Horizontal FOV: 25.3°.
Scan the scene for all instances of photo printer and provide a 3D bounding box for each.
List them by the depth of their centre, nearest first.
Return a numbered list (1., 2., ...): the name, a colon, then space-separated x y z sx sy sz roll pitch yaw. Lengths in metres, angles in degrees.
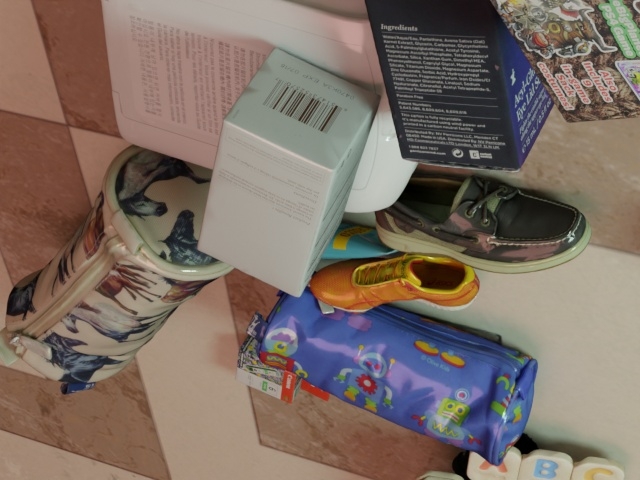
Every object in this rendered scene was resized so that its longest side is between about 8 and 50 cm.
1. photo printer: -0.043 -0.161 1.305 0.307 0.107 0.256 18 140 16

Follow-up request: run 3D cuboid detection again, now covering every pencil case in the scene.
1. pencil case: 0.080 0.126 1.519 0.306 0.119 0.133 22 138 11
2. pencil case: -0.217 0.034 1.541 0.160 0.183 0.410 51 145 1

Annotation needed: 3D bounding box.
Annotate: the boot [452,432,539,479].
1. boot: 0.219 0.261 1.634 0.121 0.045 0.099 35 136 -6

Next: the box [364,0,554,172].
1. box: 0.120 -0.183 1.139 0.108 0.153 0.207 8 136 26

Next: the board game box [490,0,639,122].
1. board game box: 0.286 -0.212 0.900 0.291 0.232 0.141 0 139 46

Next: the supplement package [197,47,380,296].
1. supplement package: -0.030 -0.056 1.237 0.105 0.105 0.179 25 141 6

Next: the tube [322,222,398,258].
1. tube: 0.000 0.000 1.482 0.207 0.080 0.052 6 107 32

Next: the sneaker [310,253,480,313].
1. sneaker: 0.074 0.035 1.454 0.175 0.064 0.067 -4 151 11

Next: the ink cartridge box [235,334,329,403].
1. ink cartridge box: -0.044 0.162 1.709 0.115 0.029 0.063 23 140 11

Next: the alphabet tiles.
1. alphabet tiles: 0.246 0.329 1.644 0.284 0.021 0.278 8 137 5

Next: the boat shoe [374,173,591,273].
1. boat shoe: 0.143 -0.024 1.351 0.223 0.080 0.073 7 140 34
